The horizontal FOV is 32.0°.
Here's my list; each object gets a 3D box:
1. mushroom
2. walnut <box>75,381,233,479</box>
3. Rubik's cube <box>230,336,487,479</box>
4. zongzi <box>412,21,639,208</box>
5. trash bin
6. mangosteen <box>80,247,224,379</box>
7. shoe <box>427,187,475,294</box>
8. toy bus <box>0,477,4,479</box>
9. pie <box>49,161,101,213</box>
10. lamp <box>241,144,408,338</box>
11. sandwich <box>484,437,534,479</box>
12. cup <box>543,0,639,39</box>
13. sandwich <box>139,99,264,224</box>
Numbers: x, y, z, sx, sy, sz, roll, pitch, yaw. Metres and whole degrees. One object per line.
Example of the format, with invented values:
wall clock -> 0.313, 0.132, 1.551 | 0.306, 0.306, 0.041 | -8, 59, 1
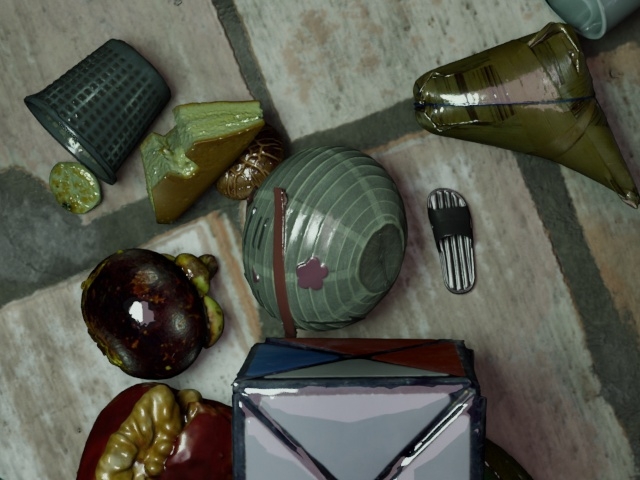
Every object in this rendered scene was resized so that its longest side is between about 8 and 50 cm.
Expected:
mushroom -> -0.108, -0.117, 1.605 | 0.109, 0.085, 0.126 | -40, 47, 34
walnut -> -0.232, 0.324, 1.521 | 0.221, 0.244, 0.269 | 23, 91, 12
Rubik's cube -> 0.050, 0.295, 1.407 | 0.306, 0.305, 0.310 | 1, 95, 2
zongzi -> 0.288, -0.139, 1.596 | 0.260, 0.123, 0.289 | -21, 93, 4
trash bin -> -0.303, -0.194, 1.580 | 0.175, 0.175, 0.161 | 41, 80, 1
mangosteen -> -0.224, 0.088, 1.569 | 0.217, 0.192, 0.192 | -37, 89, -24
shoe -> 0.195, 0.001, 1.625 | 0.062, 0.053, 0.159 | -10, 91, 4
toy bus -> -0.569, 0.425, 1.582 | 0.147, 0.128, 0.256 | 37, 87, -1
pie -> -0.361, -0.078, 1.631 | 0.085, 0.017, 0.085 | 6, 114, 15
lamp -> 0.000, 0.000, 1.544 | 0.233, 0.233, 0.265 | -1, 108, 0
sandwich -> 0.230, 0.385, 1.597 | 0.160, 0.109, 0.185 | -35, 89, 17
cup -> 0.446, -0.451, 1.559 | 0.312, 0.205, 0.205 | -37, 89, -2
sandwich -> -0.185, -0.118, 1.553 | 0.244, 0.088, 0.090 | -40, 45, 26
